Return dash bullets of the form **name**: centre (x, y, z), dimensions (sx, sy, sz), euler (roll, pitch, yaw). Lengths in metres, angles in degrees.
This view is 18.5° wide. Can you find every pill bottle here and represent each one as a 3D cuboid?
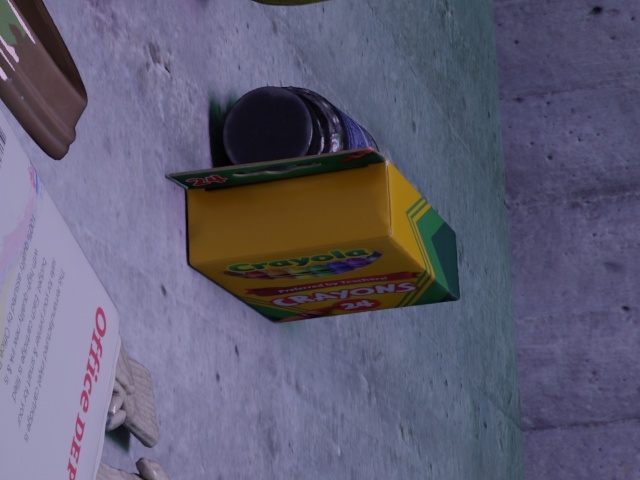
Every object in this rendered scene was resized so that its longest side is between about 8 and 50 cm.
- **pill bottle**: centre (-0.020, -0.088, 2.008), dimensions (0.219, 0.122, 0.123), euler (29, 55, -71)

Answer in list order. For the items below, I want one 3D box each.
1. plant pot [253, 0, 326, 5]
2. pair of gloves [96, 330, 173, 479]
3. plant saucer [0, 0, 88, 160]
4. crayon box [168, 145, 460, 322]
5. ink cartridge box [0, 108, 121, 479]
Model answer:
- **plant pot**: centre (-0.010, -0.479, 1.894), dimensions (0.353, 0.366, 0.366), euler (58, 27, -31)
- **pair of gloves**: centre (-0.151, 0.152, 1.510), dimensions (0.204, 0.042, 0.240), euler (59, 15, -53)
- **plant saucer**: centre (-0.225, -0.180, 1.266), dimensions (0.278, 0.041, 0.278), euler (61, 1, -2)
- **crayon box**: centre (0.000, 0.000, 1.899), dimensions (0.318, 0.202, 0.081), euler (39, 45, -66)
- **ink cartridge box**: centre (-0.241, 0.042, 1.155), dimensions (0.306, 0.131, 0.226), euler (68, 21, -44)
